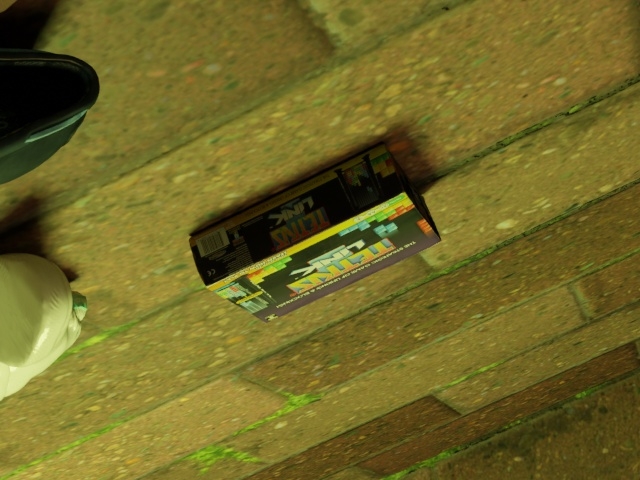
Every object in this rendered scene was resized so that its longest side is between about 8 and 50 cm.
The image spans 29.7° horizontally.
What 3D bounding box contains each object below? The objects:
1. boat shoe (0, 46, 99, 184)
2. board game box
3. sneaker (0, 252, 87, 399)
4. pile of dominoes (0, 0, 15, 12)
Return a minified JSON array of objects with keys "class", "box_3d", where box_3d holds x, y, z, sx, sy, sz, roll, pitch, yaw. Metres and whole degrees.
[{"class":"boat shoe","box_3d":[-0.213,-0.062,0.538,0.089,0.109,0.258,-24,-178,39]},{"class":"board game box","box_3d":[0.000,0.000,0.966,0.170,0.048,0.141,-26,158,10]},{"class":"sneaker","box_3d":[-0.207,0.055,0.883,0.094,0.080,0.212,-22,169,-34]},{"class":"pile of dominoes","box_3d":[-0.189,-0.136,0.462,0.251,0.040,0.196,-7,154,-34]}]
